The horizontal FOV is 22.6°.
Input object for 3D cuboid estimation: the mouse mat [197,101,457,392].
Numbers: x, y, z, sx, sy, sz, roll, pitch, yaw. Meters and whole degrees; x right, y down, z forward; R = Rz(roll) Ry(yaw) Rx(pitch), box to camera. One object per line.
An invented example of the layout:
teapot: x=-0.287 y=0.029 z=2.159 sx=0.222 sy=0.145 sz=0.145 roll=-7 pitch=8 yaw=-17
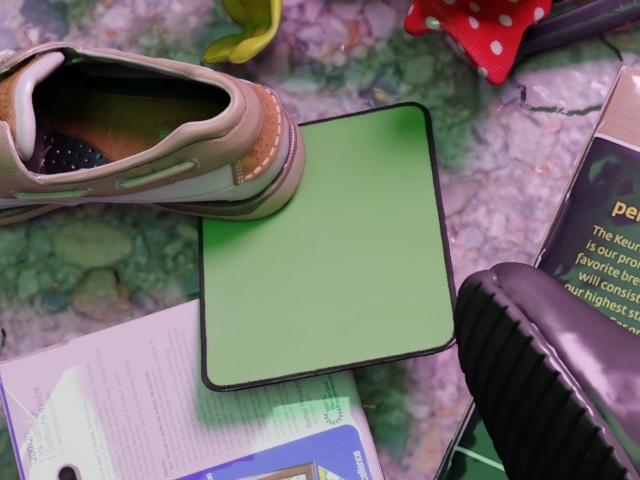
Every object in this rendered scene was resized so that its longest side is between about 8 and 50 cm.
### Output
mouse mat: x=0.000 y=0.000 z=0.954 sx=0.152 sy=0.007 sz=0.190 roll=-11 pitch=53 yaw=8

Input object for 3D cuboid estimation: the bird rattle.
bird rattle: x=0.032 y=-0.201 z=0.967 sx=0.253 sy=0.143 sz=0.207 roll=-5 pitch=46 yaw=16

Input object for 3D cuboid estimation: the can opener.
can opener: x=0.183 y=-0.154 z=0.976 sx=0.186 sy=0.073 sz=0.059 roll=-24 pitch=76 yaw=12

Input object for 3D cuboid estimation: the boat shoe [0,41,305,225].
boat shoe: x=-0.165 y=-0.074 z=0.972 sx=0.302 sy=0.103 sz=0.113 roll=-1 pitch=70 yaw=16

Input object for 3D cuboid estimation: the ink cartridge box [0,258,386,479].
ink cartridge box: x=-0.069 y=0.138 z=0.943 sx=0.208 sy=0.045 sz=0.206 roll=-17 pitch=73 yaw=2

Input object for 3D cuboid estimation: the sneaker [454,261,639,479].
sneaker: x=0.195 y=0.117 z=0.656 sx=0.146 sy=0.122 sz=0.330 roll=-36 pitch=71 yaw=-20

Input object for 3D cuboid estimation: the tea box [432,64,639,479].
tea box: x=0.239 y=0.139 z=0.806 sx=0.329 sy=0.220 sz=0.324 roll=24 pitch=81 yaw=14
